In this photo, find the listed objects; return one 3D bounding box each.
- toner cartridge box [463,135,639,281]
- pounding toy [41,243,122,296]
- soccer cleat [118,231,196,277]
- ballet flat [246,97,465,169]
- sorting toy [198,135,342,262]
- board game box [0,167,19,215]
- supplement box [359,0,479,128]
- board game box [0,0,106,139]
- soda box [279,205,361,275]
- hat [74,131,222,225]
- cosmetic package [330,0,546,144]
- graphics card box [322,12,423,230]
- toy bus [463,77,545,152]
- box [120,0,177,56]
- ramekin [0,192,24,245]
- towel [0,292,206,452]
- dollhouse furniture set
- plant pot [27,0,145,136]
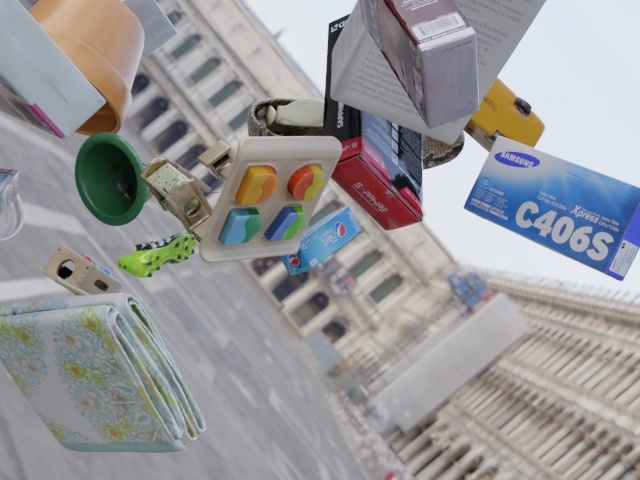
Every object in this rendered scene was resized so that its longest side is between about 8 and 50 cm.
[{"bbox_3d":[0.447,-0.067,1.834,0.075,0.165,0.348,23,4,-45],"label":"toner cartridge box"},{"bbox_3d":[-0.543,0.089,2.263,0.206,0.094,0.181,26,-12,33],"label":"pounding toy"},{"bbox_3d":[-0.293,0.019,1.764,0.072,0.060,0.179,16,24,25],"label":"soccer cleat"},{"bbox_3d":[0.070,-0.243,2.107,0.182,0.483,0.164,69,27,-70],"label":"ballet flat"},{"bbox_3d":[-0.070,-0.057,1.443,0.193,0.208,0.038,-6,39,-41],"label":"sorting toy"},{"bbox_3d":[-0.573,-0.070,1.452,0.193,0.053,0.305,7,12,-11],"label":"board game box"},{"bbox_3d":[0.116,-0.269,1.217,0.130,0.073,0.239,76,-7,-50],"label":"supplement box"},{"bbox_3d":[-0.496,-0.288,1.513,0.303,0.097,0.224,26,-22,50],"label":"board game box"},{"bbox_3d":[0.000,0.000,2.167,0.071,0.210,0.067,-22,-80,43],"label":"soda box"},{"bbox_3d":[-0.348,-0.120,1.908,0.208,0.173,0.183,54,31,10],"label":"hat"},{"bbox_3d":[0.207,-0.393,1.490,0.230,0.453,0.161,20,38,-14],"label":"cosmetic package"},{"bbox_3d":[0.103,-0.230,1.835,0.233,0.094,0.370,40,42,-43],"label":"graphics card box"},{"bbox_3d":[0.326,-0.286,2.011,0.333,0.108,0.130,35,-2,-32],"label":"toy bus"},{"bbox_3d":[-0.400,-0.496,2.055,0.130,0.091,0.170,52,0,29],"label":"box"},{"bbox_3d":[-0.671,-0.055,1.808,0.207,0.109,0.207,38,30,-26],"label":"ramekin"},{"bbox_3d":[-0.411,0.241,1.748,0.375,0.090,0.320,-8,-62,33],"label":"towel"},{"bbox_3d":[-0.192,-0.099,1.673,0.182,0.161,0.101,36,-19,45],"label":"dollhouse furniture set"},{"bbox_3d":[-0.478,-0.369,1.911,0.291,0.203,0.291,22,-22,9],"label":"plant pot"}]
